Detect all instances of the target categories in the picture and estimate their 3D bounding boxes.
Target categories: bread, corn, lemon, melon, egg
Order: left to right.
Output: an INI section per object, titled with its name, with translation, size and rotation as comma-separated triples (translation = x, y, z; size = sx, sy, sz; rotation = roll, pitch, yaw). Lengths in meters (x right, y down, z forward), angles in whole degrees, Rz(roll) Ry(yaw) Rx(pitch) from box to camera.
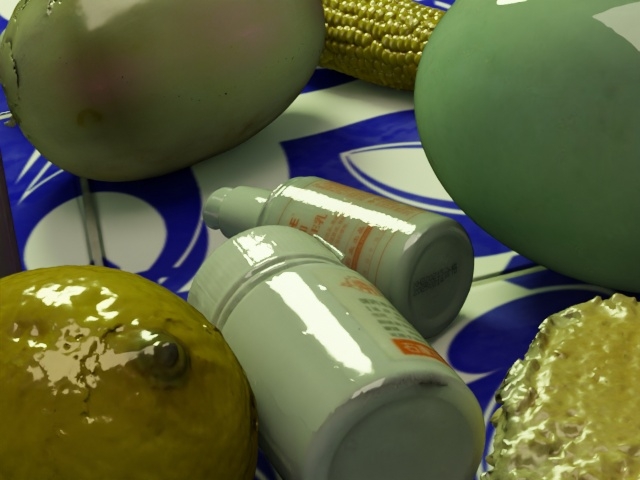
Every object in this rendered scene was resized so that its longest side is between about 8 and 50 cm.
[lemon]
translation = -0.165, 0.127, 1.306
size = 0.228, 0.228, 0.253
rotation = -33, 26, -32
[melon]
translation = -0.147, -0.177, 1.794
size = 0.317, 0.223, 0.223
rotation = -24, 34, -15
[corn]
translation = 0.071, -0.192, 1.880
size = 0.260, 0.091, 0.091
rotation = 23, 48, 36
[bread]
translation = 0.200, 0.135, 1.283
size = 0.174, 0.121, 0.245
rotation = 9, 32, 15
[egg]
translation = 0.253, -0.097, 1.491
size = 0.389, 0.276, 0.276
rotation = 8, 36, 33

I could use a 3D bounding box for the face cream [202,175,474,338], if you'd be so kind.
[face cream]
translation = 0.000, 0.000, 1.581
size = 0.252, 0.101, 0.101
rotation = 19, 42, 39

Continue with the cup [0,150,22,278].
[cup]
translation = -0.328, -0.030, 1.549
size = 0.203, 0.288, 0.203
rotation = -8, 32, 5

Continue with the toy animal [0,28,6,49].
[toy animal]
translation = -0.253, -0.225, 1.998
size = 0.179, 0.127, 0.193
rotation = -15, 34, -4

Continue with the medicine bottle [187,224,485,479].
[medicine bottle]
translation = 0.003, 0.095, 1.388
size = 0.145, 0.144, 0.252
rotation = -22, 35, -17
